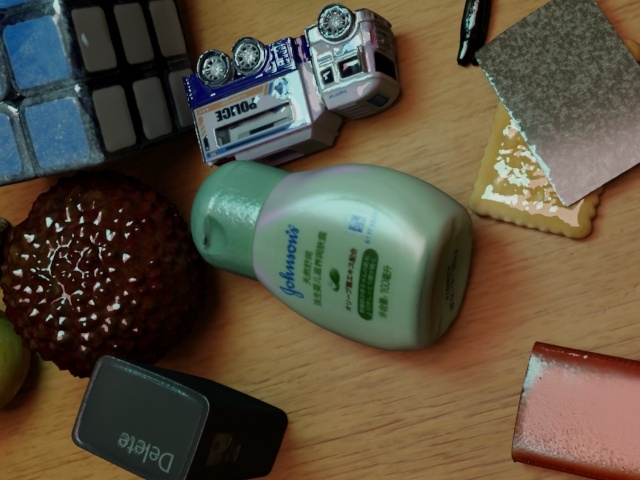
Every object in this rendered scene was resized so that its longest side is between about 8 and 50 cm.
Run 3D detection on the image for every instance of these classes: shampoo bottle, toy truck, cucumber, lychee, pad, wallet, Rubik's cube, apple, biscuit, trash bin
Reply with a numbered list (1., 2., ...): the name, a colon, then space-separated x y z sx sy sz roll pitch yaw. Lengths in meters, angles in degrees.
1. shampoo bottle: 0.000 0.000 1.405 0.350 0.151 0.221 18 121 26
2. toy truck: -0.029 -0.190 1.488 0.268 0.124 0.155 -17 80 22
3. cucumber: 0.196 -0.286 1.454 0.033 0.034 0.134 9 83 21
4. lychee: -0.274 0.039 1.484 0.264 0.300 0.264 11 126 15
5. pad: 0.299 -0.175 1.365 0.158 0.003 0.235 -33 68 14
6. wallet: 0.324 0.200 1.289 0.204 0.045 0.142 9 85 26
7. Rubik's cube: -0.369 -0.237 1.506 0.305 0.304 0.300 -8 100 23
8. apple: -0.494 0.162 1.596 0.182 0.182 0.155 29 94 26
9. biscuit: 0.280 -0.135 1.386 0.160 0.030 0.249 16 86 26
10. trash bin: -0.161 0.225 1.401 0.165 0.225 0.115 18 87 26

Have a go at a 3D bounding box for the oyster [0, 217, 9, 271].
1. oyster: -0.601 -0.056 1.737 0.221 0.096 0.361 -30 71 9
